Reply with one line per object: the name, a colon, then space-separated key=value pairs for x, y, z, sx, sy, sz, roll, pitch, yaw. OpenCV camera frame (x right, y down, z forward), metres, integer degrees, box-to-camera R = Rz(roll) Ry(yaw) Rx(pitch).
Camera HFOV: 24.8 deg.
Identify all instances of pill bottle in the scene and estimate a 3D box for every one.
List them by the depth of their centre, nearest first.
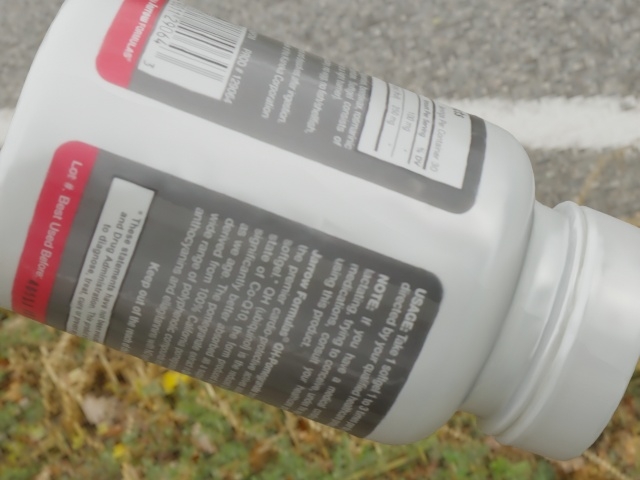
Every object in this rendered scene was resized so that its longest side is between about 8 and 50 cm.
pill bottle: x=0.000 y=0.000 z=0.743 sx=0.318 sy=0.176 sz=0.176 roll=21 pitch=34 yaw=-5
